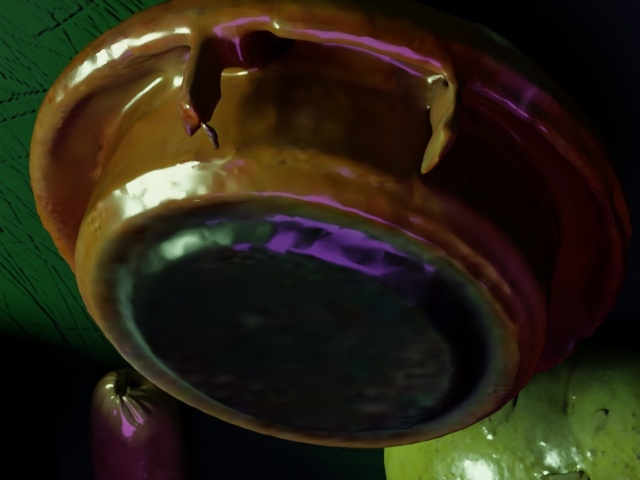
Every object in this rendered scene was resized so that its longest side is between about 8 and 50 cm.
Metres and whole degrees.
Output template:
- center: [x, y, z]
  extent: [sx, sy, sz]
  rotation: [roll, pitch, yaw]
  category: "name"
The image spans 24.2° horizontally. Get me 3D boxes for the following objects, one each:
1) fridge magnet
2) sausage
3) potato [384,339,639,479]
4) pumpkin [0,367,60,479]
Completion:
- center: [0.000, 0.000, 0.888]
  extent: [0.363, 0.155, 0.363]
  rotation: [8, 143, 6]
  category: "fridge magnet"
- center: [-0.152, 0.241, 1.293]
  extent: [0.088, 0.088, 0.433]
  rotation: [10, 142, 3]
  category: "sausage"
- center: [0.151, 0.167, 1.051]
  extent: [0.271, 0.111, 0.160]
  rotation: [-5, 121, 37]
  category: "potato"
- center: [-0.353, 0.248, 1.134]
  extent: [0.266, 0.363, 0.363]
  rotation: [24, 141, -12]
  category: "pumpkin"
